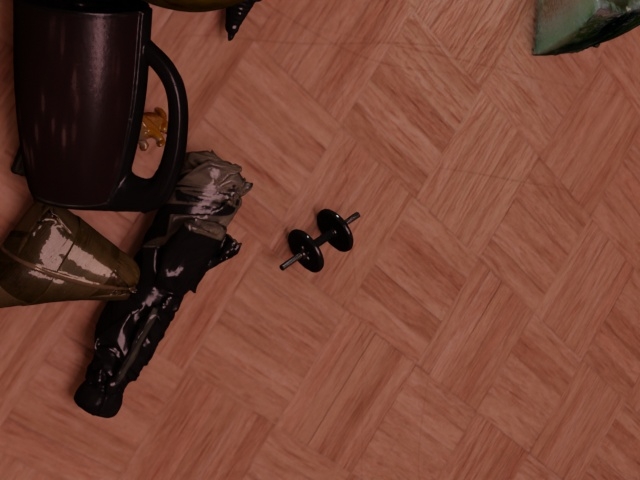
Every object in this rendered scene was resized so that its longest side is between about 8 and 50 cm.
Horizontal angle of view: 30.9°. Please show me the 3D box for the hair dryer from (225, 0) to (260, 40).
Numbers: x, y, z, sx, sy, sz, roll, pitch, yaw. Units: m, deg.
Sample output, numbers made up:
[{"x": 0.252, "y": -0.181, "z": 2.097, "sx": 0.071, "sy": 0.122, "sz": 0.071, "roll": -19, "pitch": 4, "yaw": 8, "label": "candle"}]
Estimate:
[{"x": -0.076, "y": -0.411, "z": 1.378, "sx": 0.189, "sy": 0.107, "sz": 0.352, "roll": 7, "pitch": 106, "yaw": -40, "label": "hair dryer"}]

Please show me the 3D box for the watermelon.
[{"x": 0.455, "y": -0.423, "z": 1.787, "sx": 0.264, "sy": 0.151, "sz": 0.302, "roll": -23, "pitch": 119, "yaw": -33, "label": "watermelon"}]

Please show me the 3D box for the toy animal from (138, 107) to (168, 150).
[{"x": -0.215, "y": -0.150, "z": 1.372, "sx": 0.083, "sy": 0.060, "sz": 0.081, "roll": 51, "pitch": 46, "yaw": -36, "label": "toy animal"}]

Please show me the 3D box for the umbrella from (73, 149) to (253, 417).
[{"x": -0.193, "y": 0.060, "z": 1.433, "sx": 0.113, "sy": 0.106, "sz": 0.357, "roll": 31, "pitch": 84, "yaw": -46, "label": "umbrella"}]

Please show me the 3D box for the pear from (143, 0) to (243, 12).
[{"x": -0.140, "y": -0.368, "z": 1.200, "sx": 0.283, "sy": 0.283, "sz": 0.283, "roll": -15, "pitch": 115, "yaw": -36, "label": "pear"}]

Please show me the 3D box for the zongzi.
[{"x": -0.312, "y": 0.057, "z": 1.338, "sx": 0.160, "sy": 0.078, "sz": 0.176, "roll": 38, "pitch": 84, "yaw": -23, "label": "zongzi"}]

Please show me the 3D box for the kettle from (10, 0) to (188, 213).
[{"x": -0.242, "y": -0.148, "z": 1.273, "sx": 0.202, "sy": 0.144, "sz": 0.232, "roll": 7, "pitch": 111, "yaw": 3, "label": "kettle"}]

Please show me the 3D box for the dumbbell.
[{"x": 0.000, "y": 0.000, "z": 1.601, "sx": 0.147, "sy": 0.069, "sz": 0.069, "roll": -36, "pitch": 126, "yaw": -27, "label": "dumbbell"}]
